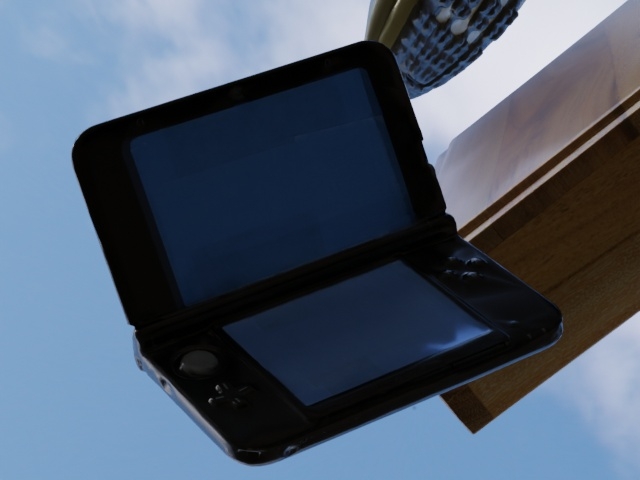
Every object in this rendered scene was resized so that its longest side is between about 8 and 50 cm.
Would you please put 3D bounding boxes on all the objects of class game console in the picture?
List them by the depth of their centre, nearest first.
[{"bbox_3d":[0.000,0.000,0.599,0.122,0.107,0.071,-20,-55,-25],"label":"game console"}]

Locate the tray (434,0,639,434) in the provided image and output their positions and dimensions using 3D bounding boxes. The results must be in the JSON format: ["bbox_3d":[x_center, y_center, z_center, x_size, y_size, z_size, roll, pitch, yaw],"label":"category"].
[{"bbox_3d":[0.142,-0.048,0.957,0.203,0.411,0.076,-38,-86,13],"label":"tray"}]

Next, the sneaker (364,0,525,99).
[{"bbox_3d":[0.075,-0.292,1.263,0.182,0.158,0.410,14,-98,25],"label":"sneaker"}]
